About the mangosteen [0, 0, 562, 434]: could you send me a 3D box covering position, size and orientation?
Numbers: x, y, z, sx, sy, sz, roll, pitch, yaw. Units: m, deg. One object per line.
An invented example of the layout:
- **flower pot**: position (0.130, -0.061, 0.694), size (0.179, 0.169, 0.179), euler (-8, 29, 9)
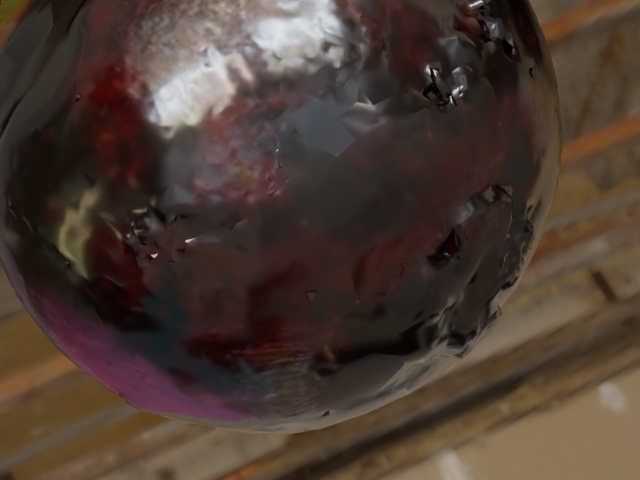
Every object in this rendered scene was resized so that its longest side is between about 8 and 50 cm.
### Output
- **mangosteen**: position (-0.039, -0.067, 1.166), size (0.381, 0.421, 0.380), euler (-9, -66, -22)
